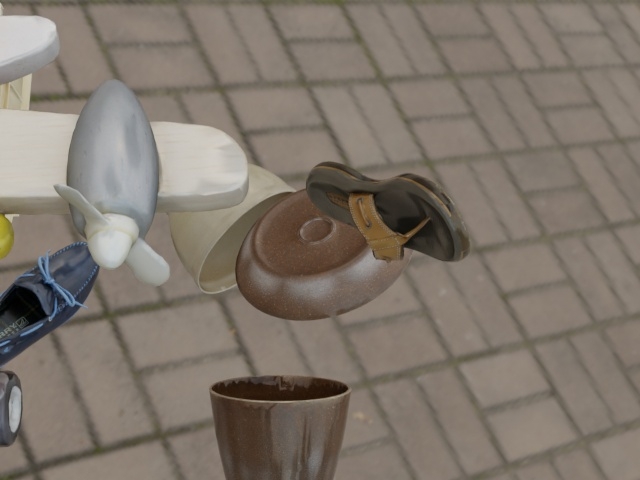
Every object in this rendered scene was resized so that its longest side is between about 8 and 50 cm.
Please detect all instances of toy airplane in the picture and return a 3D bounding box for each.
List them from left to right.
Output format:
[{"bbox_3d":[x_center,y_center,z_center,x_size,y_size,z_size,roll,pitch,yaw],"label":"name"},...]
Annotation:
[{"bbox_3d":[-0.302,-0.045,0.921,0.386,0.272,0.384,-44,80,-10],"label":"toy airplane"}]

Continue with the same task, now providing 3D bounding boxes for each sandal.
[{"bbox_3d":[0.050,-0.019,1.151,0.060,0.219,0.090,-43,127,-22],"label":"sandal"}]

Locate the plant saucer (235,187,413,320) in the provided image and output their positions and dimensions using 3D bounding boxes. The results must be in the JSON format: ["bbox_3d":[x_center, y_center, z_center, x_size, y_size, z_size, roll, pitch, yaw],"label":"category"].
[{"bbox_3d":[0.000,0.000,1.366,0.199,0.036,0.198,-10,43,10],"label":"plant saucer"}]

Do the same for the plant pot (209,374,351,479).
[{"bbox_3d":[-0.062,0.336,1.964,0.215,0.215,0.230,-2,95,-37],"label":"plant pot"}]

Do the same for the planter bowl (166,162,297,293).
[{"bbox_3d":[-0.115,-0.033,1.528,0.109,0.162,0.162,45,42,19],"label":"planter bowl"}]

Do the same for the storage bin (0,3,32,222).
[{"bbox_3d":[-0.496,-0.129,1.543,0.262,0.123,0.260,-4,65,7],"label":"storage bin"}]

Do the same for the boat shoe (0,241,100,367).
[{"bbox_3d":[-0.410,0.095,1.885,0.109,0.089,0.258,35,61,4],"label":"boat shoe"}]
